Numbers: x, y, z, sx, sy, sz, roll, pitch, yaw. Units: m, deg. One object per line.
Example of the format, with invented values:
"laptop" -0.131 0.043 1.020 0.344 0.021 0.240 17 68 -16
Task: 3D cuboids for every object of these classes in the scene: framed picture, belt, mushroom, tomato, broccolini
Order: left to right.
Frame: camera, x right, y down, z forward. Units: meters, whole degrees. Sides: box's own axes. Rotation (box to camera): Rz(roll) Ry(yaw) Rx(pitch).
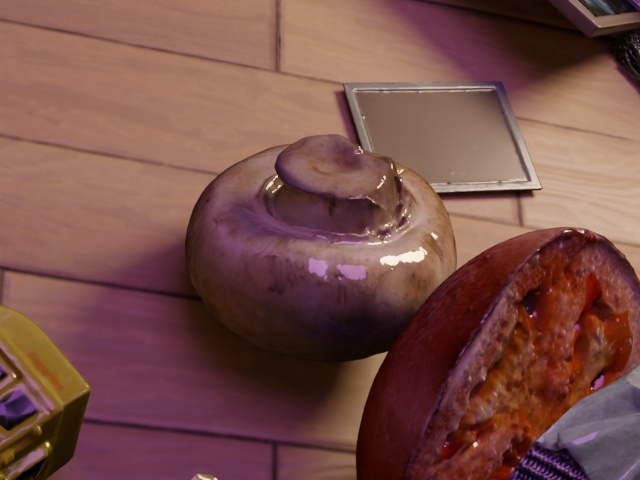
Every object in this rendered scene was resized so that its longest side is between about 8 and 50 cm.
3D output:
"mushroom" 0.000 0.000 1.472 0.254 0.184 0.255 -3 41 2
"framed picture" 0.122 -0.103 1.707 0.183 0.011 0.142 -3 57 -21
"tomato" 0.143 0.150 1.393 0.338 0.338 0.143 -29 30 -34
"framed picture" 0.223 -0.333 1.839 0.315 0.024 0.232 44 25 14
"broccolini" 0.352 -0.166 1.830 0.035 0.030 0.140 -9 63 -15
"belt" 0.269 0.230 1.358 0.325 0.260 0.122 -9 21 -37

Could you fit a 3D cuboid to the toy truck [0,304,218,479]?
"toy truck" -0.195 0.232 1.239 0.254 0.181 0.405 -34 72 -33
